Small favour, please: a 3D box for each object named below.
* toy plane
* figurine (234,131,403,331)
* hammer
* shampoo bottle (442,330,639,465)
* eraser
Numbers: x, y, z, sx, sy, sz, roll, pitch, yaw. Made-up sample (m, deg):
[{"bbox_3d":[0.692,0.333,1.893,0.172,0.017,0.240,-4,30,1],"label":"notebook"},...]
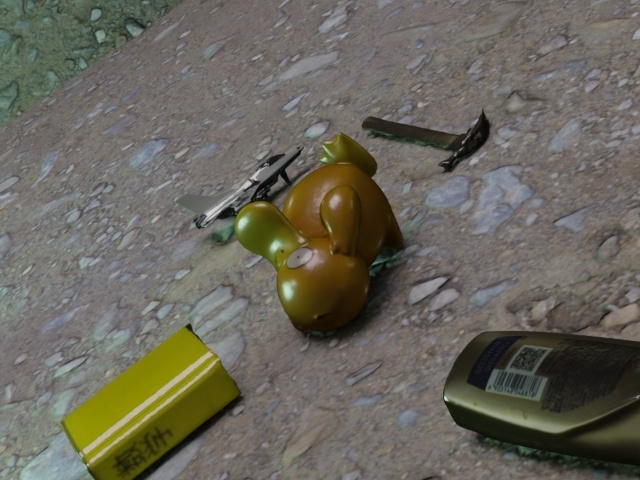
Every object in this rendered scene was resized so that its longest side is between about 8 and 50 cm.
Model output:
[{"bbox_3d":[-0.116,-0.074,2.078,0.234,0.082,0.160,-24,12,-18],"label":"toy plane"},{"bbox_3d":[0.008,-0.002,1.685,0.215,0.215,0.228,-7,23,42],"label":"figurine"},{"bbox_3d":[0.149,-0.164,1.979,0.125,0.027,0.297,-42,26,-18],"label":"hammer"},{"bbox_3d":[0.273,0.148,1.206,0.350,0.084,0.125,1,44,49],"label":"shampoo bottle"},{"bbox_3d":[-0.221,0.218,1.664,0.226,0.069,0.158,-38,27,-10],"label":"eraser"}]
